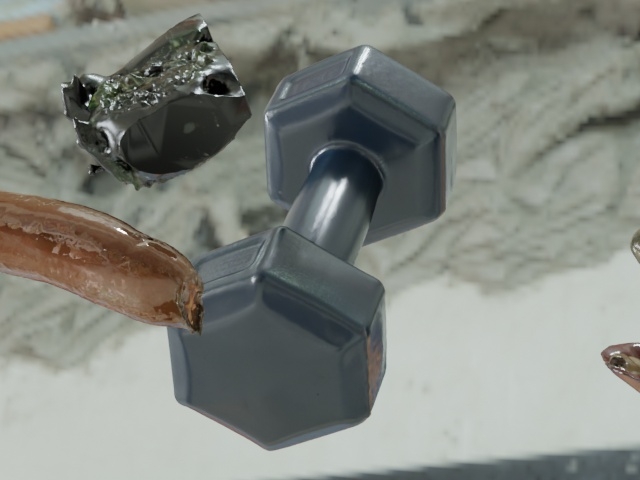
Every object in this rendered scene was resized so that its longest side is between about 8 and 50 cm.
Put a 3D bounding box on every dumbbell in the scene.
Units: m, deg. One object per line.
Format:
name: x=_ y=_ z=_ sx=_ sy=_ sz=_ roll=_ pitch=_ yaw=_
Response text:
dumbbell: x=0.000 y=0.000 z=1.352 sx=0.144 sy=0.316 sz=0.156 roll=7 pitch=-53 yaw=13

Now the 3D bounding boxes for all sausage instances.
sausage: x=-0.127 y=0.003 z=0.810 sx=0.177 sy=0.040 sz=0.047 roll=11 pitch=-77 yaw=27

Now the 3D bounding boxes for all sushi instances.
sushi: x=-0.082 y=-0.062 z=0.953 sx=0.085 sy=0.083 sz=0.056 roll=-22 pitch=-60 yaw=-7

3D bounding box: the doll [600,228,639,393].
doll: x=0.299 y=0.045 z=1.305 sx=0.196 sy=0.152 sz=0.255 roll=12 pitch=-52 yaw=11
